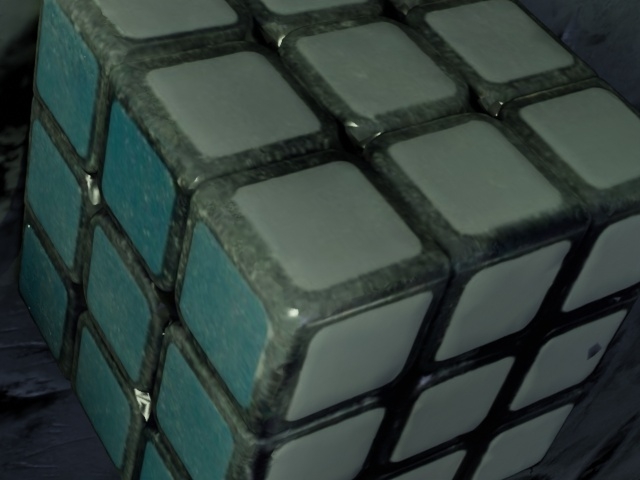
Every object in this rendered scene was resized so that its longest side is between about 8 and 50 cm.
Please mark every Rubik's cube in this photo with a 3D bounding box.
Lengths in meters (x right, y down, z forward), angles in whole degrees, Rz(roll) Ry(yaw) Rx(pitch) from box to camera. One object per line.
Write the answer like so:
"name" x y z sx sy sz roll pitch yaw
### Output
"Rubik's cube" 0.000 0.000 0.784 0.303 0.305 0.301 -18 142 -32
